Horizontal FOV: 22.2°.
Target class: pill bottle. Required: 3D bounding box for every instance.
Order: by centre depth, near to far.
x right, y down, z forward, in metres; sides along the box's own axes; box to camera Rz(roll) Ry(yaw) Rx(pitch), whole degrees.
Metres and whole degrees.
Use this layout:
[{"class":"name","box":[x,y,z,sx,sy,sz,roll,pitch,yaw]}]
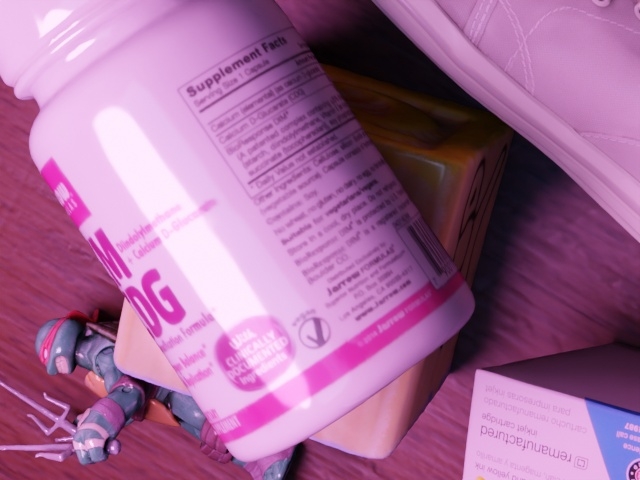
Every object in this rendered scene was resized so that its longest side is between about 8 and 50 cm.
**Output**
[{"class":"pill bottle","box":[-0.056,-0.036,0.892,0.160,0.160,0.283,-34,90,21]}]

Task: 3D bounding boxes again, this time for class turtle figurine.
[{"class":"turtle figurine","box":[-0.130,0.118,1.162,0.234,0.175,0.118,23,90,3]}]

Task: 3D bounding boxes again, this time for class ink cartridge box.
[{"class":"ink cartridge box","box":[0.196,0.202,1.027,0.171,0.168,0.233,14,102,39]}]

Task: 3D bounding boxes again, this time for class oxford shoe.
[{"class":"oxford shoe","box":[0.165,-0.121,1.006,0.449,0.169,0.130,39,113,-2]}]

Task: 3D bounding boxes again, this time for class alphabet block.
[{"class":"alphabet block","box":[0.000,0.000,1.069,0.193,0.192,0.197,17,106,11]}]
